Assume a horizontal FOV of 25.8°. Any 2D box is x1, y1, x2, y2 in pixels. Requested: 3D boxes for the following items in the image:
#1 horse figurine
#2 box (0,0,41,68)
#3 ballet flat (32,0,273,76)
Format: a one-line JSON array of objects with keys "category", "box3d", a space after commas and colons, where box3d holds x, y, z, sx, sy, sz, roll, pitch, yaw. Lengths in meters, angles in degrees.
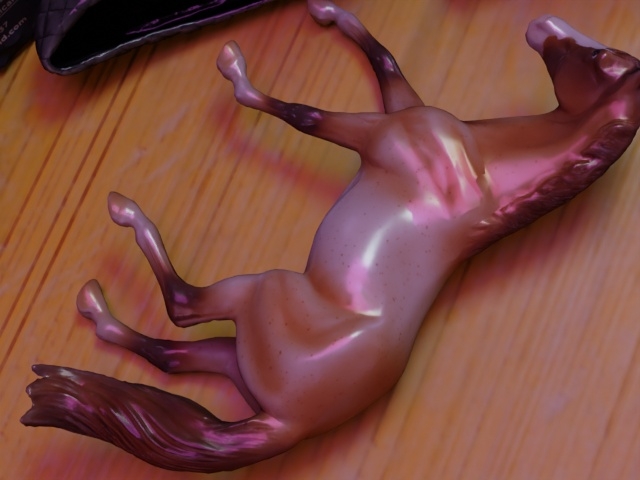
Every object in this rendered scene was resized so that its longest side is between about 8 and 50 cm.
[{"category": "horse figurine", "box3d": [0.000, 0.000, 0.576, 0.174, 0.066, 0.263, 33, 79, 26]}, {"category": "box", "box3d": [-0.246, -0.250, 0.591, 0.183, 0.294, 0.296, -46, 69, -5]}, {"category": "ballet flat", "box3d": [-0.048, -0.114, 0.626, 0.173, 0.057, 0.049, -20, 46, 13]}]
